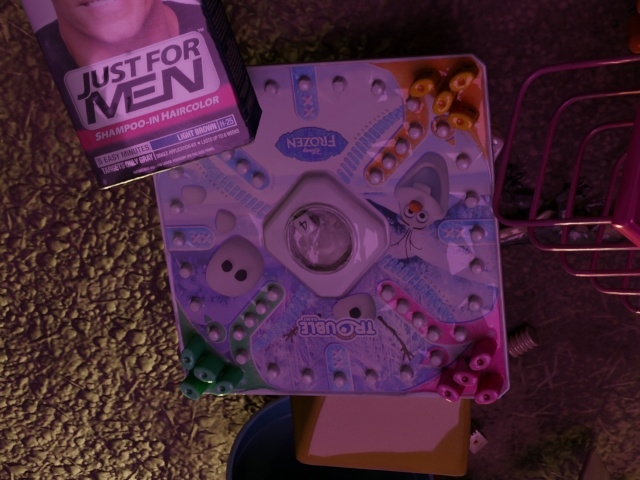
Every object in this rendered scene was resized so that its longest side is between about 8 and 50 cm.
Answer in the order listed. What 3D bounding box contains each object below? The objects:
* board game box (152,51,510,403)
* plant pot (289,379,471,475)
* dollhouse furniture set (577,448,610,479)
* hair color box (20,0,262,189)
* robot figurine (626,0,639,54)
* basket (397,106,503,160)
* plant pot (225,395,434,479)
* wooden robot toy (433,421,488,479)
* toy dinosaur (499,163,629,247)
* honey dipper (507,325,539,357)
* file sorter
[{"bbox_3d":[0.000,0.000,1.476,0.389,0.050,0.390,-1,108,17],"label":"board game box"},{"bbox_3d":[0.080,0.145,1.660,0.212,0.212,0.187,5,118,-8],"label":"plant pot"},{"bbox_3d":[0.285,0.390,1.948,0.301,0.151,0.197,-8,129,41],"label":"dollhouse furniture set"},{"bbox_3d":[-0.197,-0.242,1.324,0.173,0.105,0.347,-17,111,9],"label":"hair color box"},{"bbox_3d":[0.437,-0.223,1.408,0.219,0.128,0.158,10,85,5],"label":"robot figurine"},{"bbox_3d":[0.115,-0.096,1.520,0.113,0.103,0.167,20,124,-18],"label":"basket"},{"bbox_3d":[-0.007,0.379,1.813,0.271,0.272,0.255,6,144,-8],"label":"plant pot"},{"bbox_3d":[0.143,0.302,1.869,0.173,0.076,0.079,-34,112,21],"label":"wooden robot toy"},{"bbox_3d":[0.268,-0.030,1.613,0.268,0.064,0.118,-3,136,3],"label":"toy dinosaur"},{"bbox_3d":[0.216,0.162,1.785,0.160,0.030,0.030,-31,124,24],"label":"honey dipper"},{"bbox_3d":[0.347,-0.052,1.454,0.182,0.202,0.290,0,157,44],"label":"file sorter"}]
